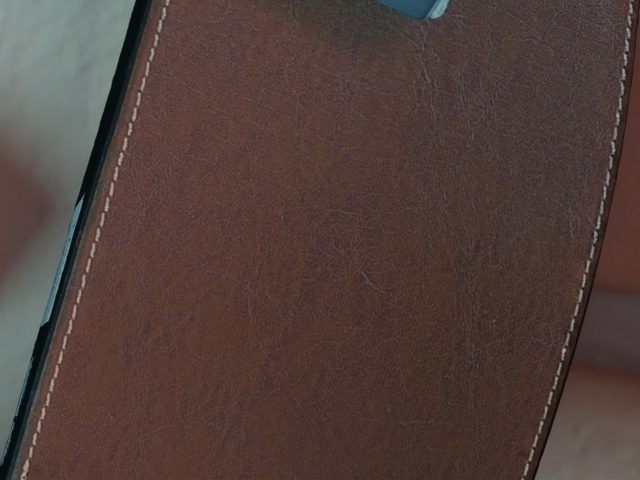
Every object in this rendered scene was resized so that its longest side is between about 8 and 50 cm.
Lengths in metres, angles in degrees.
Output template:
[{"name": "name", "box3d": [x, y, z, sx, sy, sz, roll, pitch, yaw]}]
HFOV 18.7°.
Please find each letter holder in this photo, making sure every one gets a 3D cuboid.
[{"name": "letter holder", "box3d": [0.000, 0.000, 0.861, 0.214, 0.152, 0.302, 16, 82, -9]}]

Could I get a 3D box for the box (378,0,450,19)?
[{"name": "box", "box3d": [0.052, -0.342, 0.755, 0.212, 0.293, 0.395, 25, 51, -6]}]
